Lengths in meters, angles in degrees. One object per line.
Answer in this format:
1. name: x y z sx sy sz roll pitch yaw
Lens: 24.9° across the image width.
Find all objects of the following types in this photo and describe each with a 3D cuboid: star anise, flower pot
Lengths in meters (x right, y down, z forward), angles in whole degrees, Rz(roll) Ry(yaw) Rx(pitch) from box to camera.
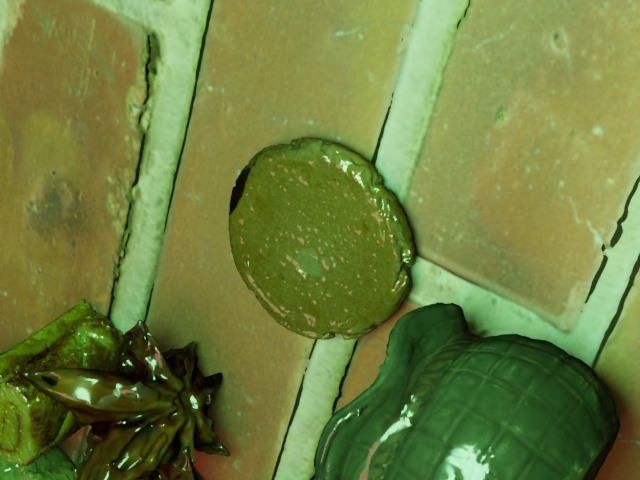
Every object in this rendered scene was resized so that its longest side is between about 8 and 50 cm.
1. star anise: -0.191 0.228 1.611 0.148 0.237 0.346 4 148 32
2. flower pot: 0.126 0.218 1.335 0.213 0.302 0.302 31 127 16

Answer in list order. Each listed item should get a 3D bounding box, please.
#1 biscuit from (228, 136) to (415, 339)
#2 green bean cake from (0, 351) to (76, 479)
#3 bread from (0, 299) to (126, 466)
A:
1. biscuit: 0.000 0.000 1.460 0.226 0.042 0.226 14 119 26
2. green bean cake: -0.410 0.275 1.824 0.233 0.124 0.236 -28 96 41
3. bread: -0.305 0.167 1.664 0.103 0.172 0.132 24 125 24
